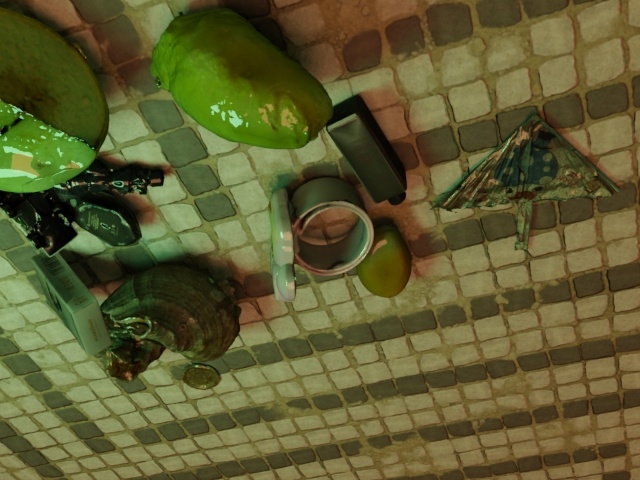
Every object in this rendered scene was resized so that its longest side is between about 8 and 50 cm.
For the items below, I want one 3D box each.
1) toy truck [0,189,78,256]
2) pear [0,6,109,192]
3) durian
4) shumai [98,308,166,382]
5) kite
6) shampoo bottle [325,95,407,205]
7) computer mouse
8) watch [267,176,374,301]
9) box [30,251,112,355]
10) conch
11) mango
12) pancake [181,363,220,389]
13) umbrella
[{"bbox_3d":[-0.625,-0.084,1.476,0.125,0.101,0.242,21,147,45],"label":"toy truck"},{"bbox_3d":[-0.587,-0.239,1.276,0.342,0.238,0.318,29,138,-28],"label":"pear"},{"bbox_3d":[-0.129,-0.274,1.211,0.256,0.340,0.204,5,115,-34],"label":"durian"},{"bbox_3d":[-0.494,0.271,1.741,0.206,0.175,0.166,17,130,-8],"label":"shumai"},{"bbox_3d":[0.435,-0.113,1.483,0.406,0.014,0.368,-5,132,5],"label":"kite"},{"bbox_3d":[0.102,-0.167,1.401,0.080,0.079,0.246,-23,127,21],"label":"shampoo bottle"},{"bbox_3d":[-0.471,-0.056,1.529,0.192,0.062,0.106,27,132,1],"label":"computer mouse"},{"bbox_3d":[0.000,0.000,1.491,0.217,0.211,0.248,-5,123,-6],"label":"watch"},{"bbox_3d":[-0.572,0.139,1.603,0.067,0.233,0.149,-31,140,-26],"label":"box"},{"bbox_3d":[-0.339,0.146,1.605,0.297,0.210,0.352,15,165,14],"label":"conch"},{"bbox_3d":[0.143,0.045,1.577,0.130,0.092,0.194,1,131,-2],"label":"mango"},{"bbox_3d":[-0.331,0.379,1.939,0.115,0.011,0.115,0,133,0],"label":"pancake"},{"bbox_3d":[-0.440,-0.131,1.461,0.224,0.071,0.080,-3,146,-4],"label":"umbrella"}]
